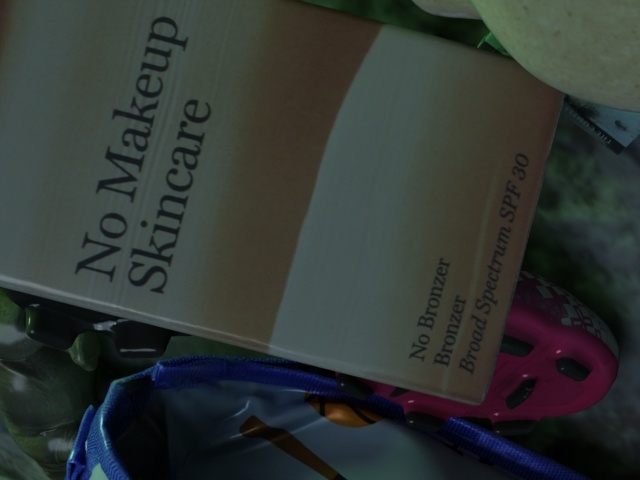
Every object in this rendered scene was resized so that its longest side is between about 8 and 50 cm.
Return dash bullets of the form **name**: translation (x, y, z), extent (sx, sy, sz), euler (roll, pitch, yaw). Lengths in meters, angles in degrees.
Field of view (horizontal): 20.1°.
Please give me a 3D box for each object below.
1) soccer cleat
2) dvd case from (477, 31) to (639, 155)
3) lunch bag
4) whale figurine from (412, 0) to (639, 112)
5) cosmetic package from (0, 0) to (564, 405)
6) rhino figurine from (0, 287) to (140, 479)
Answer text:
- **soccer cleat**: translation (0.000, 0.000, 0.931), extent (0.331, 0.143, 0.116), euler (13, 144, -12)
- **dvd case**: translation (0.135, -0.098, 0.816), extent (0.087, 0.013, 0.119), euler (37, 140, -3)
- **lunch bag**: translation (0.015, 0.244, 1.047), extent (0.385, 0.239, 0.328), euler (25, 140, 0)
- **whale figurine**: translation (0.093, -0.173, 0.680), extent (0.272, 0.141, 0.216), euler (34, 139, 2)
- **cosmetic package**: translation (-0.061, -0.039, 0.785), extent (0.296, 0.153, 0.129), euler (13, -179, -5)
- **rhino figurine**: translation (-0.158, 0.106, 1.148), extent (0.106, 0.073, 0.243), euler (6, 132, 23)
